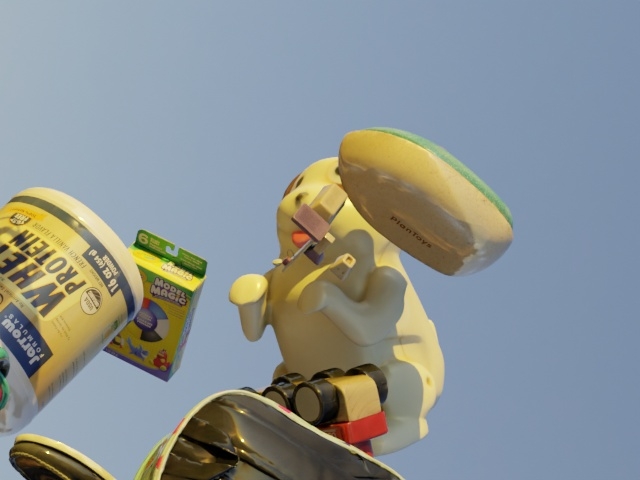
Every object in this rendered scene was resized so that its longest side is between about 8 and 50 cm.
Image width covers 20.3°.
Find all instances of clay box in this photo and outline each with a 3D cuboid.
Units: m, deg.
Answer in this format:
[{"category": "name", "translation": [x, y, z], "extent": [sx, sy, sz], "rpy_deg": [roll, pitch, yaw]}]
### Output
[{"category": "clay box", "translation": [-0.257, 0.099, 2.745], "extent": [0.053, 0.127, 0.222], "rpy_deg": [-52, 164, -52]}]

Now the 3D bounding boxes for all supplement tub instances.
[{"category": "supplement tub", "translation": [-0.405, 0.107, 2.298], "extent": [0.316, 0.228, 0.228], "rpy_deg": [-47, -172, -31]}]

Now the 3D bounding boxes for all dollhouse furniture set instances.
[{"category": "dollhouse furniture set", "translation": [0.000, 0.000, 2.041], "extent": [0.081, 0.091, 0.114], "rpy_deg": [-45, -175, 36]}]

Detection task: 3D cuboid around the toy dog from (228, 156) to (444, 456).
[{"category": "toy dog", "translation": [0.056, 0.079, 2.615], "extent": [0.284, 0.395, 0.408], "rpy_deg": [2, -77, 49]}]

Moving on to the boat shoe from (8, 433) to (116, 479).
[{"category": "boat shoe", "translation": [-0.237, 0.292, 1.860], "extent": [0.084, 0.233, 0.079], "rpy_deg": [-30, -161, 49]}]

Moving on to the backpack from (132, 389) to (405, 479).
[{"category": "backpack", "translation": [-0.061, 0.275, 1.700], "extent": [0.191, 0.253, 0.225], "rpy_deg": [-39, -160, 50]}]

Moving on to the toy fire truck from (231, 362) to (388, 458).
[{"category": "toy fire truck", "translation": [0.011, 0.290, 2.285], "extent": [0.217, 0.158, 0.246], "rpy_deg": [-12, -90, 46]}]

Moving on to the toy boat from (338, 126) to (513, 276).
[{"category": "toy boat", "translation": [0.119, -0.053, 2.476], "extent": [0.148, 0.267, 0.318], "rpy_deg": [-56, -169, -28]}]

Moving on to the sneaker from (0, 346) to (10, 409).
[{"category": "sneaker", "translation": [-0.402, 0.124, 1.801], "extent": [0.124, 0.178, 0.295], "rpy_deg": [-45, -170, -19]}]
